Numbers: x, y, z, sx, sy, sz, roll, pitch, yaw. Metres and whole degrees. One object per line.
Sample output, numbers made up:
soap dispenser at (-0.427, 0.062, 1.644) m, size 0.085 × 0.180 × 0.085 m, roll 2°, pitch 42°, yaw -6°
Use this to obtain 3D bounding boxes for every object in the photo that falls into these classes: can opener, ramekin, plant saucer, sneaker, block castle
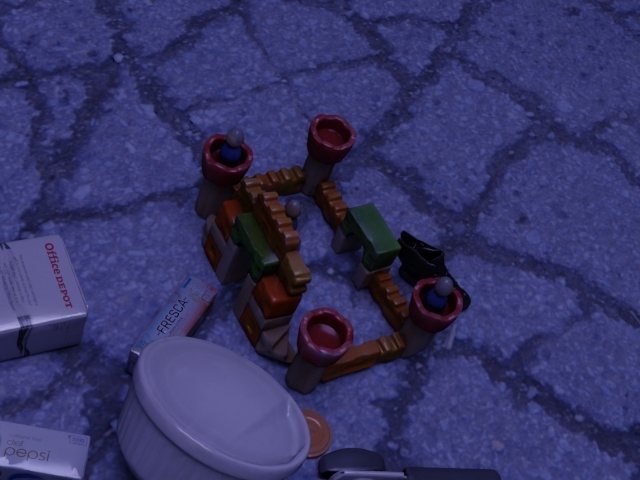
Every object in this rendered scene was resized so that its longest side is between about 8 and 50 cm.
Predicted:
can opener at (0.139, 0.360, 1.607) m, size 0.280 × 0.074 × 0.093 m, roll 8°, pitch 50°, yaw -15°
ramekin at (-0.158, 0.267, 1.478) m, size 0.273 × 0.127 × 0.273 m, roll 28°, pitch 20°, yaw -11°
plant saucer at (-0.021, 0.297, 1.637) m, size 0.083 × 0.013 × 0.083 m, roll 11°, pitch 50°, yaw -13°
sneaker at (0.201, 0.054, 1.868) m, size 0.170 × 0.089 × 0.051 m, roll 31°, pitch 48°, yaw 5°
block castle at (0.000, 0.000, 1.754) m, size 0.303 × 0.213 × 0.453 m, roll -14°, pitch 59°, yaw -29°

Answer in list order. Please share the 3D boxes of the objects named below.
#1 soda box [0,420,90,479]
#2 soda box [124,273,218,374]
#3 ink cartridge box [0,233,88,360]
soda box at (-0.429, 0.294, 1.444) m, size 0.216 × 0.074 × 0.069 m, roll 13°, pitch 49°, yaw -10°
soda box at (-0.231, 0.139, 1.652) m, size 0.058 × 0.063 × 0.183 m, roll 30°, pitch 48°, yaw 5°
ink cartridge box at (-0.477, 0.092, 1.576) m, size 0.219 × 0.092 × 0.160 m, roll -10°, pitch 57°, yaw -28°
